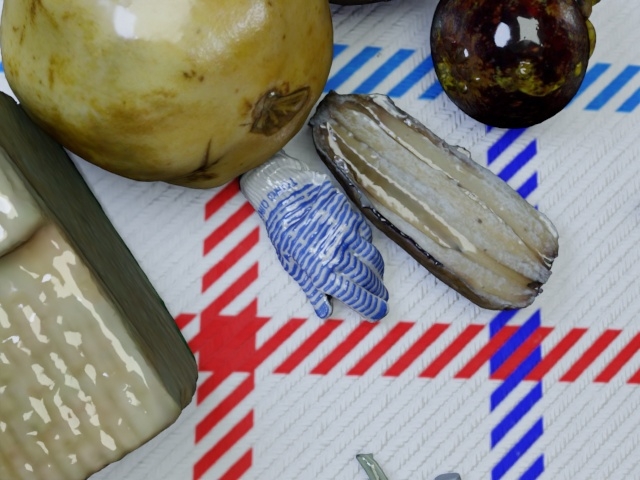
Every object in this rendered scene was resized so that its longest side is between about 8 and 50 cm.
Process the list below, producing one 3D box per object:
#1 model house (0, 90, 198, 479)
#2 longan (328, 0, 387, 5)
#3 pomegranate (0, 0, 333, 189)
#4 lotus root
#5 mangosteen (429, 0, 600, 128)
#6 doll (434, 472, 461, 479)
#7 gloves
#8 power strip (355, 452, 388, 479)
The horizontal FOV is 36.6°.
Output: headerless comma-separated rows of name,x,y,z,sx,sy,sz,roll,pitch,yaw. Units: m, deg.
model house,-0.354,0.089,0.913,0.342,0.334,0.382,-34,90,-2
longan,0.056,-0.402,1.068,0.297,0.297,0.297,1,79,-7
pomegranate,-0.152,-0.212,0.982,0.332,0.332,0.332,1,79,-7
lotus root,0.114,-0.041,1.108,0.329,0.078,0.167,40,54,3
mangosteen,0.235,-0.231,1.101,0.217,0.192,0.192,-27,84,-19
doll,0.173,0.334,1.042,0.094,0.079,0.180,-19,67,-35
gloves,-0.003,-0.001,1.079,0.119,0.097,0.229,-43,92,17
power strip,0.089,0.367,1.032,0.093,0.053,0.288,-20,83,-11
